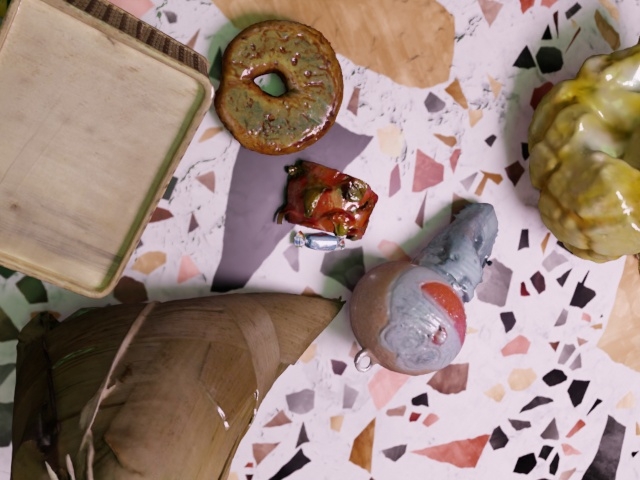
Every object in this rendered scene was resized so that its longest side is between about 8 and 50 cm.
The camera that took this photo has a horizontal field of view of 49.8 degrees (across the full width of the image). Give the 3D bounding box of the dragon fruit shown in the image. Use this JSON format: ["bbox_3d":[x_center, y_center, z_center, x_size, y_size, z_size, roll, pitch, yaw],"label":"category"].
[{"bbox_3d":[0.022,-0.050,0.996,0.147,0.096,0.102,14,99,-19],"label":"dragon fruit"}]

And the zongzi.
[{"bbox_3d":[-0.103,0.187,0.777,0.466,0.500,0.218,-18,111,-16],"label":"zongzi"}]

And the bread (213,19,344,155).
[{"bbox_3d":[-0.055,-0.211,0.959,0.193,0.064,0.193,-2,99,-13],"label":"bread"}]

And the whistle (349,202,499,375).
[{"bbox_3d":[0.177,0.072,1.044,0.348,0.189,0.189,-45,111,-19],"label":"whistle"}]

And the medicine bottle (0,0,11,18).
[{"bbox_3d":[-0.389,-0.312,0.818,0.260,0.064,0.095,9,112,-16],"label":"medicine bottle"}]

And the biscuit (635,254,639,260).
[{"bbox_3d":[0.647,0.026,1.266,0.144,0.033,0.224,-48,111,-8],"label":"biscuit"}]

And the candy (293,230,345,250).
[{"bbox_3d":[0.000,-0.001,1.036,0.083,0.020,0.030,1,103,-21],"label":"candy"}]

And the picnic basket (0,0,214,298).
[{"bbox_3d":[-0.290,-0.118,0.810,0.228,0.175,0.313,25,107,-22],"label":"picnic basket"}]

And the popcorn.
[{"bbox_3d":[0.479,-0.125,1.081,0.293,0.292,0.334,41,85,23],"label":"popcorn"}]
